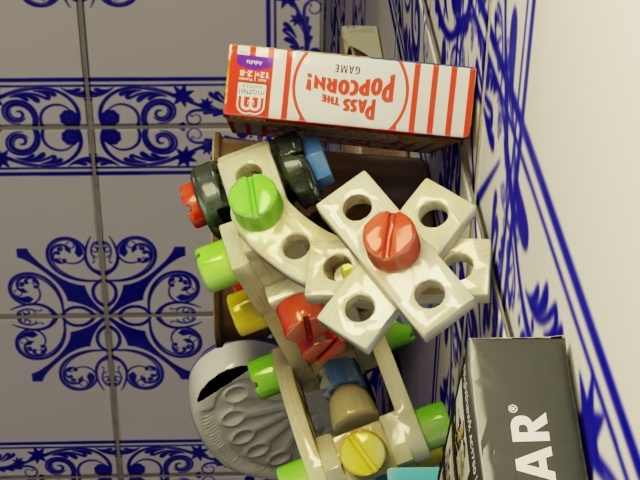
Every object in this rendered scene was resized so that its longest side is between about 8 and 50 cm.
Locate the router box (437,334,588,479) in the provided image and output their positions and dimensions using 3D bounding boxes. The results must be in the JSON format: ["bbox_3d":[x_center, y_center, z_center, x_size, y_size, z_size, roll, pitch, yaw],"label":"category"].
[{"bbox_3d":[0.081,0.149,0.575,0.133,0.046,0.179,93,175,-52],"label":"router box"}]

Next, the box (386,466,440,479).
[{"bbox_3d":[0.064,0.230,0.855,0.244,0.060,0.100,93,176,-57],"label":"box"}]

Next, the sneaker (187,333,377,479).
[{"bbox_3d":[-0.055,0.105,1.374,0.323,0.130,0.236,41,-161,-52],"label":"sneaker"}]

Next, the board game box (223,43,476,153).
[{"bbox_3d":[0.014,-0.089,0.915,0.193,0.147,0.045,-143,59,-88],"label":"board game box"}]

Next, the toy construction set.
[{"bbox_3d":[0.007,0.057,0.881,0.327,0.151,0.215,94,160,-58],"label":"toy construction set"}]

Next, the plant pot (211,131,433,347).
[{"bbox_3d":[0.000,0.000,1.089,0.167,0.165,0.167,180,90,-88],"label":"plant pot"}]

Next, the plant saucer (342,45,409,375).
[{"bbox_3d":[0.049,-0.025,1.315,0.310,0.050,0.310,180,90,-87],"label":"plant saucer"}]

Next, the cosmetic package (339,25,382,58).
[{"bbox_3d":[0.044,-0.179,1.497,0.115,0.041,0.060,-94,4,-59],"label":"cosmetic package"}]
